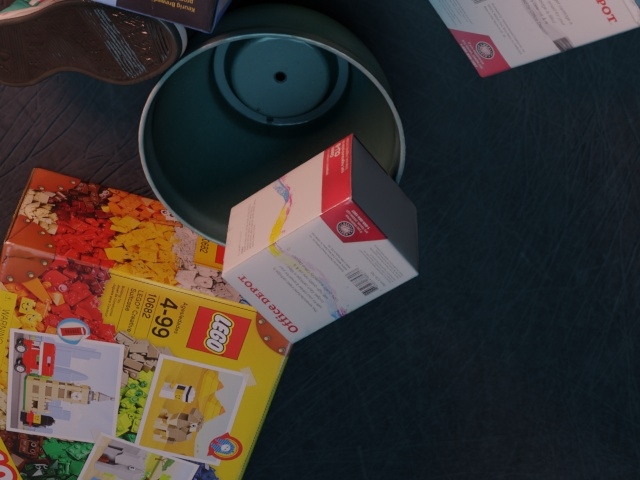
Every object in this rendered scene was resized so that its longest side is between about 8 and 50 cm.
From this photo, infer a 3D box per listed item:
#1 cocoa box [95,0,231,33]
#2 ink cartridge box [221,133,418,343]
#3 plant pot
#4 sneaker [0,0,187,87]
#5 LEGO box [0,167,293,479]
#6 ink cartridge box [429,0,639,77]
[{"bbox_3d":[-0.225,-0.391,1.299,0.347,0.231,0.228,16,125,2],"label":"cocoa box"},{"bbox_3d":[0.000,0.000,1.406,0.176,0.127,0.128,-30,121,22],"label":"ink cartridge box"},{"bbox_3d":[-0.051,-0.155,1.494,0.293,0.196,0.293,1,127,1],"label":"plant pot"},{"bbox_3d":[-0.233,-0.253,1.446,0.296,0.178,0.123,3,129,35],"label":"sneaker"},{"bbox_3d":[-0.266,0.195,1.732,0.373,0.193,0.500,15,122,-8],"label":"LEGO box"},{"bbox_3d":[0.239,-0.290,1.420,0.218,0.092,0.158,-12,127,42],"label":"ink cartridge box"}]
